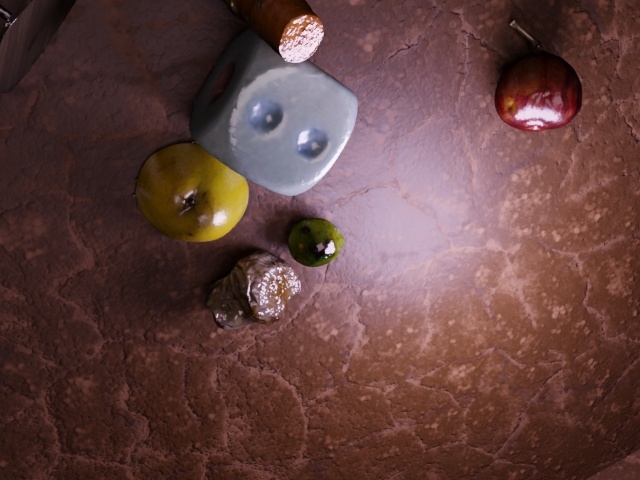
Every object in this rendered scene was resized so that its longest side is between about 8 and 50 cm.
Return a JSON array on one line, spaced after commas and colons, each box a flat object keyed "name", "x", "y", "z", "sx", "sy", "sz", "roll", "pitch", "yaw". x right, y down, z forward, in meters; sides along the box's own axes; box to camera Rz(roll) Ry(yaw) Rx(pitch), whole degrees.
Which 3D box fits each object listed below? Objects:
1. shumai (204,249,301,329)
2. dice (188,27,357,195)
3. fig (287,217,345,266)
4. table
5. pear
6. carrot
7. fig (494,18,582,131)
[{"name": "shumai", "x": -0.181, "y": 0.115, "z": 1.743, "sx": 0.185, "sy": 0.218, "sz": 0.184, "roll": 0, "pitch": 115, "yaw": 24}, {"name": "dice", "x": -0.100, "y": -0.269, "z": 1.506, "sx": 0.262, "sy": 0.268, "sz": 0.265, "roll": 28, "pitch": 101, "yaw": -27}, {"name": "fig", "x": 0.000, "y": 0.000, "z": 1.767, "sx": 0.156, "sy": 0.123, "sz": 0.123, "roll": -19, "pitch": 126, "yaw": -55}, {"name": "table", "x": -0.603, "y": -0.476, "z": 1.290, "sx": 0.249, "sy": 0.317, "sz": 0.317, "roll": 36, "pitch": 99, "yaw": -14}, {"name": "pear", "x": -0.277, "y": -0.077, "z": 1.588, "sx": 0.266, "sy": 0.178, "sz": 0.267, "roll": -7, "pitch": 119, "yaw": -13}, {"name": "carrot", "x": -0.100, "y": -0.454, "z": 1.348, "sx": 0.138, "sy": 0.302, "sz": 0.139, "roll": -23, "pitch": 139, "yaw": -22}, {"name": "fig", "x": 0.534, "y": -0.390, "z": 1.736, "sx": 0.186, "sy": 0.203, "sz": 0.250, "roll": 37, "pitch": 60, "yaw": -59}]
